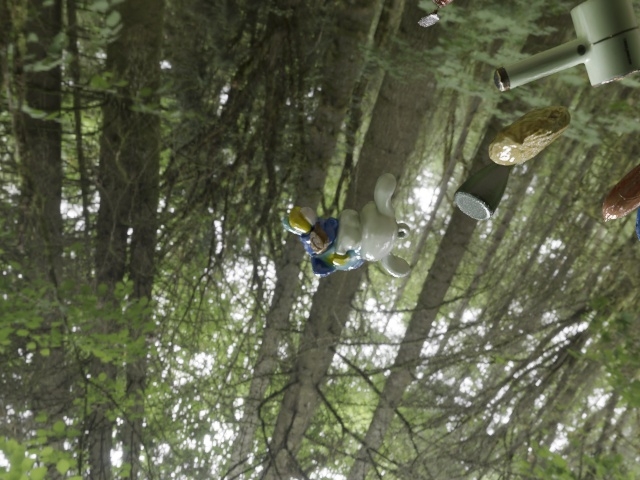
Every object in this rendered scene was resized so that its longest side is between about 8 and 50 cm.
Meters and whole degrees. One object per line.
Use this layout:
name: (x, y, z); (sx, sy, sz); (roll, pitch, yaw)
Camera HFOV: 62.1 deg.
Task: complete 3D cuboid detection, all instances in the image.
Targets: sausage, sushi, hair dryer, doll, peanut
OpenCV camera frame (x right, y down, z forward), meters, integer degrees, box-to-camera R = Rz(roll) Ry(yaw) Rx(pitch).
sausage: (0.813, -0.203, 1.212); (0.088, 0.433, 0.088); (34, -159, -15)
sushi: (0.000, 0.000, 1.430); (0.050, 0.099, 0.047); (21, -139, 21)
hair dryer: (0.584, -0.449, 1.299); (0.362, 0.203, 0.128); (-18, -174, 9)
doll: (0.087, -0.016, 1.612); (0.366, 0.375, 0.187); (-10, -157, 5)
peanut: (0.556, -0.281, 1.427); (0.233, 0.197, 0.110); (-33, -92, -39)

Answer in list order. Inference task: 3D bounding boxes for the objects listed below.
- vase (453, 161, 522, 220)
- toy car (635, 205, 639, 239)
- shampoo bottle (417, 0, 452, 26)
vase: (0.694, -0.250, 2.148); (0.173, 0.173, 0.321); (32, -107, 23)
toy car: (0.579, 0.025, 0.829); (0.063, 0.103, 0.216); (-22, -108, -34)
shampoo bottle: (0.347, -0.706, 1.398); (0.071, 0.284, 0.153); (22, -171, -28)
